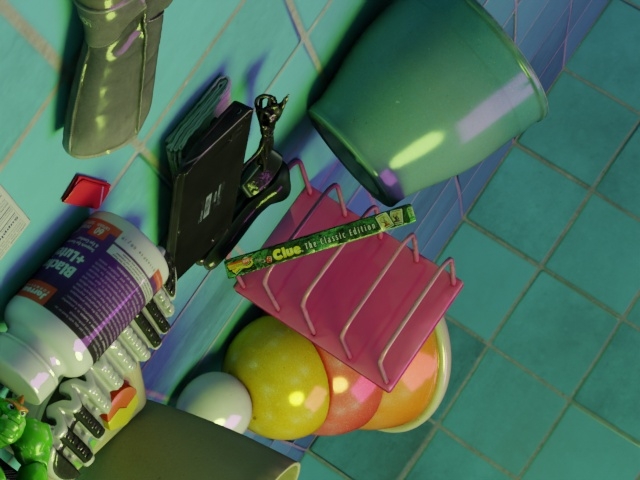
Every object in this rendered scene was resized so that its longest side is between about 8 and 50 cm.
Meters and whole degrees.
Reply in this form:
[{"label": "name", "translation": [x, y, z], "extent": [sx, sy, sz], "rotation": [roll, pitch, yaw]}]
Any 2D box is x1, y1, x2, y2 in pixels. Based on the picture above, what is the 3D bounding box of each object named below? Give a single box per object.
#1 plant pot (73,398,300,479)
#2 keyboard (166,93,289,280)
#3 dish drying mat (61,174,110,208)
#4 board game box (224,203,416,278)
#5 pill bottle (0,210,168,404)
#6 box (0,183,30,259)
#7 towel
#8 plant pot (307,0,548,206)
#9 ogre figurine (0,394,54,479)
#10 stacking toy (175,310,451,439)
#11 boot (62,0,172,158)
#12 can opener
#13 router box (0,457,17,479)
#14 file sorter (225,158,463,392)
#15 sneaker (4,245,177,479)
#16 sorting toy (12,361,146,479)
[{"label": "plant pot", "translation": [-0.211, 0.324, 1.797], "extent": [0.256, 0.274, 0.256], "rotation": [-53, 166, -19]}, {"label": "keyboard", "translation": [-0.120, -0.075, 1.651], "extent": [0.201, 0.033, 0.317], "rotation": [-45, 169, -25]}, {"label": "dish drying mat", "translation": [-0.238, -0.049, 1.398], "extent": [0.032, 0.008, 0.083], "rotation": [-57, 167, 5]}, {"label": "board game box", "translation": [0.000, 0.000, 1.855], "extent": [0.259, 0.030, 0.136], "rotation": [-17, 178, 1]}, {"label": "pill bottle", "translation": [-0.254, 0.071, 1.401], "extent": [0.193, 0.108, 0.108], "rotation": [-51, 166, -27]}, {"label": "box", "translation": [-0.310, -0.006, 1.087], "extent": [0.126, 0.072, 0.137], "rotation": [-54, 166, -13]}, {"label": "towel", "translation": [-0.134, -0.115, 1.590], "extent": [0.113, 0.023, 0.152], "rotation": [-52, 167, -18]}, {"label": "plant pot", "translation": [0.133, -0.192, 1.909], "extent": [0.255, 0.272, 0.271], "rotation": [-41, 166, -4]}, {"label": "ogre figurine", "translation": [-0.339, 0.204, 1.347], "extent": [0.097, 0.197, 0.118], "rotation": [-41, -155, 57]}, {"label": "stacking toy", "translation": [-0.050, 0.212, 2.274], "extent": [0.480, 0.350, 0.351], "rotation": [-17, 142, -41]}, {"label": "boot", "translation": [-0.155, -0.184, 1.228], "extent": [0.189, 0.076, 0.208], "rotation": [-34, 151, -27]}, {"label": "can opener", "translation": [-0.106, -0.039, 1.838], "extent": [0.186, 0.073, 0.059], "rotation": [-53, -154, -4]}, {"label": "router box", "translation": [-0.331, 0.333, 1.450], "extent": [0.081, 0.243, 0.309], "rotation": [-57, 167, 0]}, {"label": "file sorter", "translation": [0.032, 0.046, 2.004], "extent": [0.202, 0.290, 0.182], "rotation": [-54, 164, -11]}, {"label": "sneaker", "translation": [-0.259, 0.118, 1.512], "extent": [0.292, 0.118, 0.110], "rotation": [-60, 152, -28]}, {"label": "sorting toy", "translation": [-0.279, 0.191, 1.646], "extent": [0.208, 0.038, 0.193], "rotation": [-48, 147, -38]}]
